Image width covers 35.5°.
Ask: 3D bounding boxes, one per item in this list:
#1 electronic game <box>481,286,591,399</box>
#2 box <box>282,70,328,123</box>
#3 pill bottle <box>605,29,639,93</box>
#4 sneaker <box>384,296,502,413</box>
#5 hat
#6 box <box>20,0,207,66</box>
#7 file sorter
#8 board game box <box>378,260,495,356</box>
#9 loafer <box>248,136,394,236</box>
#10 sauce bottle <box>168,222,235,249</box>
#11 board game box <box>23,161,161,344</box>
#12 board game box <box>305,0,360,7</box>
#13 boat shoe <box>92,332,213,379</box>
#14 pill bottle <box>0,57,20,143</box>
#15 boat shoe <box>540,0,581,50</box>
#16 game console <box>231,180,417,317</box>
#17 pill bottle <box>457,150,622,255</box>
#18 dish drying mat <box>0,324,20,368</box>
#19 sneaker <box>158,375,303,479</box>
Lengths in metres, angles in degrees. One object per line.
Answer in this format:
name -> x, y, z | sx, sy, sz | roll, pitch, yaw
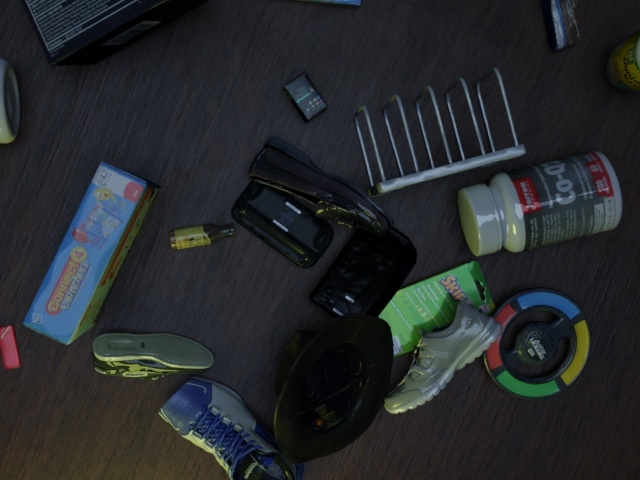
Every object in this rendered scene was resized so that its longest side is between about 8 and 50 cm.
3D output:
electronic game -> 0.432, 0.207, 1.995 | 0.229, 0.048, 0.229 | -1, 99, -9
box -> -0.029, -0.279, 1.952 | 0.052, 0.062, 0.083 | -36, 94, -4
pill bottle -> 0.629, -0.347, 1.926 | 0.117, 0.208, 0.118 | 0, 91, -5
sneaker -> 0.221, 0.226, 1.959 | 0.281, 0.105, 0.115 | -44, 85, 10
hat -> -0.002, 0.256, 1.909 | 0.331, 0.134, 0.331 | -24, 131, -31
box -> -0.399, -0.514, 1.818 | 0.296, 0.183, 0.294 | -23, 94, 20
file sorter -> 0.215, -0.203, 1.910 | 0.277, 0.193, 0.173 | -16, 90, -4
board game box -> 0.213, 0.140, 1.995 | 0.259, 0.039, 0.124 | -21, 94, -1
loafer -> -0.004, -0.083, 1.908 | 0.302, 0.109, 0.095 | 34, 73, 17
sauce bottle -> -0.231, -0.011, 1.954 | 0.128, 0.042, 0.042 | -10, 92, -2
board game box -> -0.404, 0.017, 1.812 | 0.086, 0.302, 0.308 | 26, 89, -4
board game box -> -0.020, -0.550, 1.957 | 0.211, 0.039, 0.160 | 6, 91, -4
boat shoe -> -0.327, 0.232, 1.948 | 0.233, 0.084, 0.079 | 5, 129, -11
pill bottle -> -0.712, -0.256, 1.853 | 0.278, 0.162, 0.162 | -2, 92, -4
boat shoe -> 0.479, -0.475, 1.989 | 0.066, 0.066, 0.183 | -12, 102, -9
game console -> 0.000, 0.000, 1.962 | 0.361, 0.044, 0.213 | 36, 77, 1
pill bottle -> 0.422, -0.068, 1.942 | 0.283, 0.161, 0.161 | -14, 92, -4
dish drying mat -> -0.608, 0.208, 1.948 | 0.032, 0.008, 0.083 | -10, 92, -5
sneaker -> -0.154, 0.387, 1.901 | 0.315, 0.182, 0.127 | 39, 87, -4
